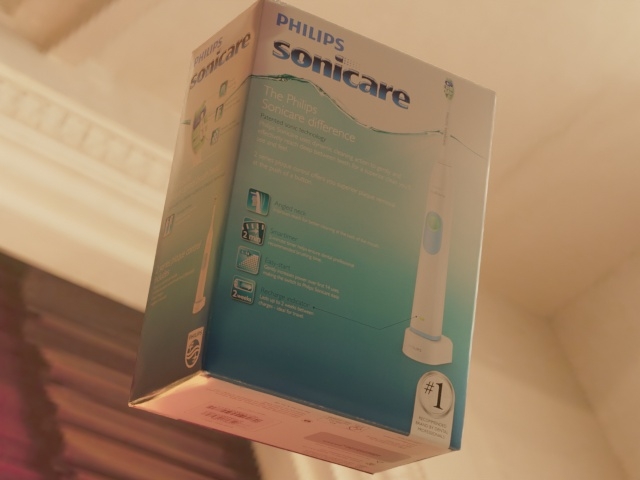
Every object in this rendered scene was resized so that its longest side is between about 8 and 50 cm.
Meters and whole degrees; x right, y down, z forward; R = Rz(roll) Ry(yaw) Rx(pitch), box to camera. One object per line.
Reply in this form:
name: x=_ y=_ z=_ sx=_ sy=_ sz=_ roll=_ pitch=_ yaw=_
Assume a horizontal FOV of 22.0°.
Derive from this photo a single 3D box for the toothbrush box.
toothbrush box: x=0.000 y=0.000 z=1.220 sx=0.126 sy=0.216 sz=0.295 roll=-26 pitch=-129 yaw=55
